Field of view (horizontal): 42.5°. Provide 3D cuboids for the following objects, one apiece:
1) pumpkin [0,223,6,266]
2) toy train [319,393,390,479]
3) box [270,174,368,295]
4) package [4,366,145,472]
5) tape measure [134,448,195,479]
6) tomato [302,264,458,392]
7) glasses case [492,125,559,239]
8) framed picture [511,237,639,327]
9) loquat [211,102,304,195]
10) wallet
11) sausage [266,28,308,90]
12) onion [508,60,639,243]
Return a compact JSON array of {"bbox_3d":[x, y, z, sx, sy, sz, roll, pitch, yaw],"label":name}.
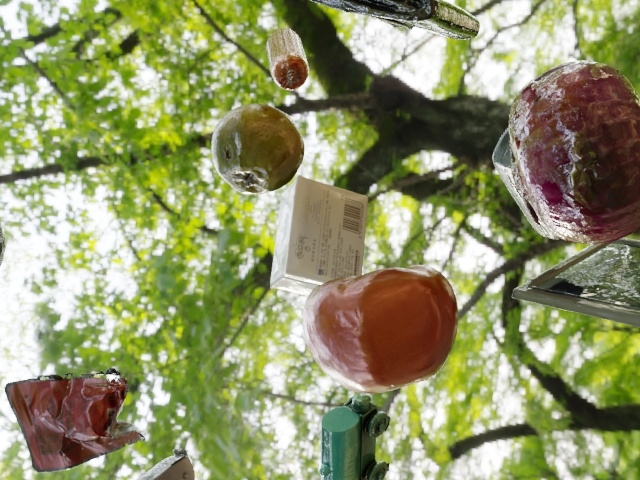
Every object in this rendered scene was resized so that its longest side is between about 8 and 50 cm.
[{"bbox_3d":[-0.641,-0.002,1.383,0.162,0.221,0.220,-43,-47,-53],"label":"pumpkin"},{"bbox_3d":[0.058,0.429,1.661,0.159,0.101,0.248,-26,-53,-36],"label":"toy train"},{"bbox_3d":[-0.001,0.001,2.075,0.116,0.203,0.274,138,142,-57],"label":"box"},{"bbox_3d":[-0.462,0.339,1.550,0.071,0.270,0.194,-18,-83,-78],"label":"package"},{"bbox_3d":[-0.378,0.630,1.908,0.236,0.120,0.197,-28,-83,-42],"label":"tape measure"},{"bbox_3d":[0.097,0.135,1.242,0.260,0.260,0.180,8,-114,-65],"label":"tomato"},{"bbox_3d":[0.458,-0.127,1.706,0.131,0.074,0.323,-55,-44,-9],"label":"glasses case"},{"bbox_3d":[0.642,0.075,1.667,0.446,0.326,0.028,-20,-66,-45],"label":"framed picture"},{"bbox_3d":[-0.140,-0.224,1.891,0.213,0.214,0.246,67,-155,-45],"label":"loquat"},{"bbox_3d":[0.142,-0.414,1.475,0.406,0.228,0.062,-22,-55,-67],"label":"wallet"},{"bbox_3d":[-0.079,-0.427,1.966,0.312,0.093,0.093,-101,2,-62],"label":"sausage"},{"bbox_3d":[0.402,-0.132,1.236,0.256,0.272,0.230,43,-157,-14],"label":"onion"}]
